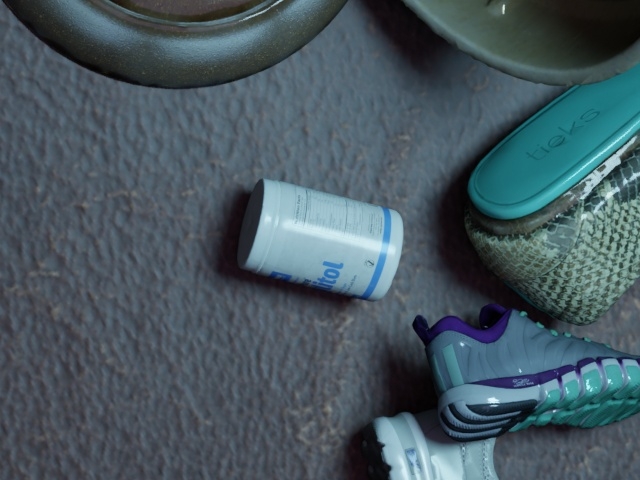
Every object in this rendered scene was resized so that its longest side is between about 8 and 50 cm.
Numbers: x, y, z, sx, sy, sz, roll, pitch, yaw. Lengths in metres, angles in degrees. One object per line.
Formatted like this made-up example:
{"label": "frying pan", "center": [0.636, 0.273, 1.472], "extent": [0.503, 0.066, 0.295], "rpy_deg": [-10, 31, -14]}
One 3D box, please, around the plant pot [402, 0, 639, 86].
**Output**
{"label": "plant pot", "center": [0.210, -0.319, 1.284], "extent": [0.305, 0.334, 0.334], "rpy_deg": [-34, 100, -30]}

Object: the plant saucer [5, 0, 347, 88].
{"label": "plant saucer", "center": [-0.098, -0.263, 1.352], "extent": [0.311, 0.050, 0.310], "rpy_deg": [-1, 94, -13]}

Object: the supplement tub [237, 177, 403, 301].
{"label": "supplement tub", "center": [0.000, 0.000, 1.377], "extent": [0.107, 0.071, 0.071], "rpy_deg": [13, 91, -12]}

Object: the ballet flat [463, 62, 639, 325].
{"label": "ballet flat", "center": [0.316, -0.125, 1.413], "extent": [0.483, 0.164, 0.182], "rpy_deg": [-45, 123, -1]}

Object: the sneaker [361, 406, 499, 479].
{"label": "sneaker", "center": [0.128, 0.250, 1.402], "extent": [0.115, 0.105, 0.281], "rpy_deg": [-19, 97, -10]}

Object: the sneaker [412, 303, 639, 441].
{"label": "sneaker", "center": [0.172, 0.084, 1.404], "extent": [0.224, 0.083, 0.098], "rpy_deg": [-1, 60, -37]}
